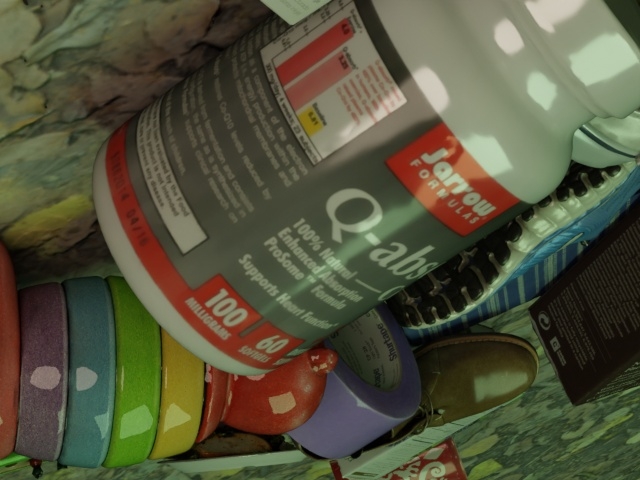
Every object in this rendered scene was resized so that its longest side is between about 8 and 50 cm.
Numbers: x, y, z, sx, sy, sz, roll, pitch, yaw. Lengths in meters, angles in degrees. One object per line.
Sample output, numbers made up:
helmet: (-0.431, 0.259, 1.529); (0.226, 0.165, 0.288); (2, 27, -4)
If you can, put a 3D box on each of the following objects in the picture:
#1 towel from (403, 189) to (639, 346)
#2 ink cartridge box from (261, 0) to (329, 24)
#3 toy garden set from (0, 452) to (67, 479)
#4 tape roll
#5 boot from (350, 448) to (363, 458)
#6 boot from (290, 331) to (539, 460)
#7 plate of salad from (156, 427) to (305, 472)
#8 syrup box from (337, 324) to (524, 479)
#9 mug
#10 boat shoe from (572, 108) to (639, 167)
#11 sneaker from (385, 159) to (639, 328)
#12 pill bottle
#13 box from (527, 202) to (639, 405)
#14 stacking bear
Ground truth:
towel: (0.238, 0.016, 1.665); (0.336, 0.040, 0.243); (-24, 160, 2)
ink cartridge box: (0.018, -0.225, 0.856); (0.190, 0.082, 0.139); (-30, 157, 16)
toy garden set: (-0.226, 0.173, 1.514); (0.203, 0.049, 0.244); (-13, 154, -26)
tape roll: (0.007, 0.106, 1.420); (0.080, 0.189, 0.189); (-35, 155, 24)
boot: (-0.035, 0.164, 1.571); (0.198, 0.137, 0.077); (4, 144, -48)
boot: (0.111, 0.189, 1.712); (0.305, 0.115, 0.112); (-13, 113, -4)
plate of salad: (-0.095, 0.244, 1.775); (0.199, 0.048, 0.200); (-6, 173, -1)
syrup box: (0.122, 0.203, 1.865); (0.237, 0.093, 0.096); (-33, 156, 20)
mug: (0.107, 0.313, 2.073); (0.169, 0.113, 0.150); (-21, 155, 0)
boat shoe: (0.320, -0.125, 1.215); (0.367, 0.136, 0.156); (13, 152, -35)
sneaker: (0.197, -0.017, 1.423); (0.330, 0.130, 0.147); (-36, 152, 25)
pill bottle: (0.039, -0.079, 1.027); (0.363, 0.210, 0.210); (-34, 155, 21)
box: (0.409, 0.033, 1.636); (0.191, 0.143, 0.381); (-12, 156, -27)
stacking bear: (-0.135, 0.100, 1.204); (0.289, 0.164, 0.175); (1, 150, -16)
